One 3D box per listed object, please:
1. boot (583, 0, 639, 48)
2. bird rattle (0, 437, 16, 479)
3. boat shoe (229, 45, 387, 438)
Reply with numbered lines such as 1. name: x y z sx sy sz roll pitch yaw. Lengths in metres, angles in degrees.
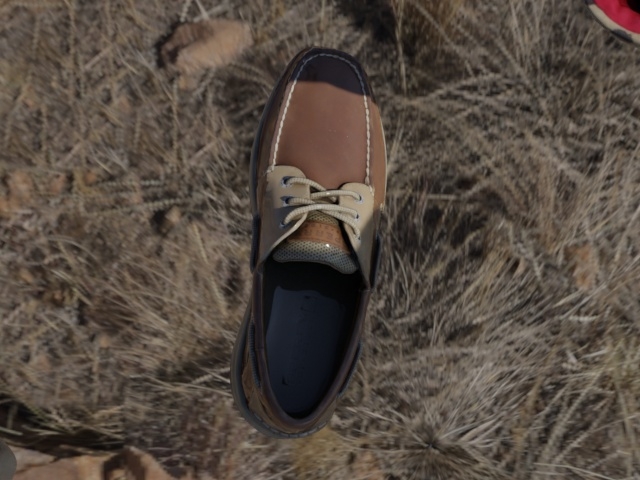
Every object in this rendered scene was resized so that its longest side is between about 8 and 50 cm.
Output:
1. boot: 0.323 -0.165 0.522 0.377 0.284 0.138 -19 80 31
2. bird rattle: -0.309 0.224 0.803 0.207 0.253 0.143 -39 70 3
3. boat shoe: 0.000 0.000 0.870 0.123 0.116 0.325 5 85 -9
